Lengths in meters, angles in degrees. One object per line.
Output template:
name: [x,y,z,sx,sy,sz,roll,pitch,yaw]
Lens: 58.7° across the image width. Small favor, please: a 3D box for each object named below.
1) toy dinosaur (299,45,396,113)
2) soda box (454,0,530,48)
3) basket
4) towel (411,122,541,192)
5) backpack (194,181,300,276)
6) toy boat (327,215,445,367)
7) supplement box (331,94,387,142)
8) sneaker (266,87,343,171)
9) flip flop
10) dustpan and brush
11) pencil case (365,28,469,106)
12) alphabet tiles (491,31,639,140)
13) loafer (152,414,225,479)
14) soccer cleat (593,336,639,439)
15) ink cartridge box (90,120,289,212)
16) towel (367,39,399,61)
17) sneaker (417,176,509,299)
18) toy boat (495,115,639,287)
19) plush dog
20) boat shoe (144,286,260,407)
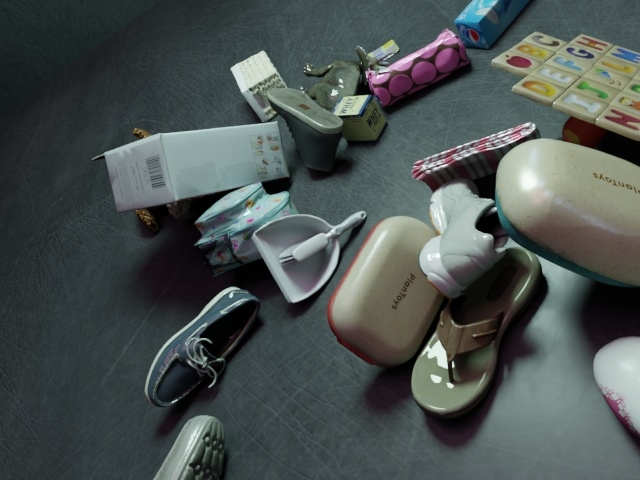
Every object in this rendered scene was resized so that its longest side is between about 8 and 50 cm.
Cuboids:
toy dinosaur: [0.031,-0.333,1.281,0.160,0.121,0.313,3,53,46]
soda box: [0.381,-0.505,1.209,0.210,0.071,0.067,-50,41,-11]
basket: [-0.151,-0.407,1.488,0.103,0.113,0.167,-32,41,5]
towel: [0.257,-0.124,0.917,0.197,0.144,0.029,-17,75,24]
backpack: [-0.133,-0.029,1.094,0.189,0.144,0.166,-10,22,28]
toy boat: [0.095,0.075,0.874,0.231,0.151,0.151,-57,15,-20]
supplement box: [0.081,-0.254,1.198,0.083,0.083,0.056,7,59,41]
sneaker: [-0.046,-0.238,1.217,0.083,0.118,0.222,-21,47,-33]
flip flop: [0.208,0.111,0.776,0.112,0.080,0.277,23,69,46]
dustpan and brush: [0.000,0.000,1.027,0.211,0.147,0.060,-32,6,-37]
pencil case: [0.201,-0.364,1.197,0.209,0.098,0.095,-27,48,14]
alphabet tiles: [0.431,-0.218,0.805,0.343,0.011,0.285,31,47,25]
loafer: [-0.237,0.405,0.822,0.112,0.112,0.319,5,57,29]
soccer cleat: [0.387,0.188,0.526,0.116,0.143,0.331,-38,40,3]
ink cartridge box: [-0.274,-0.154,1.207,0.272,0.130,0.310,-4,10,42]
towel: [0.149,-0.456,1.386,0.083,0.009,0.060,-27,43,15]
sneaker: [0.227,-0.025,0.824,0.121,0.099,0.262,-34,20,34]
toy boat: [0.353,-0.063,0.761,0.268,0.148,0.318,22,47,-2]
plush dog: [-0.402,-0.155,1.416,0.225,0.211,0.262,-41,31,40]
boat shoe: [-0.202,0.192,1.006,0.254,0.095,0.079,-46,29,-20]
